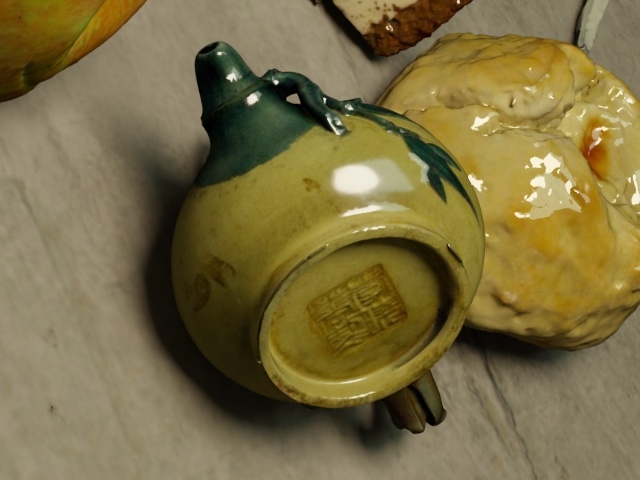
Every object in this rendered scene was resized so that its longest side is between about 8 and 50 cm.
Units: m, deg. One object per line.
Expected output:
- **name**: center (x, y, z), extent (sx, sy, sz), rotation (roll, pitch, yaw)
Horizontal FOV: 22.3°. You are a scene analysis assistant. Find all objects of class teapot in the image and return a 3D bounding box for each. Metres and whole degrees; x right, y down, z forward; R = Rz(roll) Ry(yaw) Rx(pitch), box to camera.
- **teapot**: center (0.000, 0.000, 0.914), extent (0.269, 0.173, 0.182), rotation (58, 1, -41)

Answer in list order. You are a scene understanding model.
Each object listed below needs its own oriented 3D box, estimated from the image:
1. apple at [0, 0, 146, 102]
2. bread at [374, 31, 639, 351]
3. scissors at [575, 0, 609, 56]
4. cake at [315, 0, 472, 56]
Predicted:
- **apple**: center (-0.171, -0.194, 0.764), extent (0.226, 0.246, 0.246), rotation (39, 43, -4)
- **bread**: center (0.144, -0.036, 1.086), extent (0.244, 0.134, 0.244), rotation (27, 48, -35)
- **scissors**: center (0.236, -0.214, 1.368), extent (0.110, 0.021, 0.212), rotation (47, 42, -21)
- **cake**: center (0.084, -0.251, 1.143), extent (0.112, 0.135, 0.246), rotation (45, 43, -17)
